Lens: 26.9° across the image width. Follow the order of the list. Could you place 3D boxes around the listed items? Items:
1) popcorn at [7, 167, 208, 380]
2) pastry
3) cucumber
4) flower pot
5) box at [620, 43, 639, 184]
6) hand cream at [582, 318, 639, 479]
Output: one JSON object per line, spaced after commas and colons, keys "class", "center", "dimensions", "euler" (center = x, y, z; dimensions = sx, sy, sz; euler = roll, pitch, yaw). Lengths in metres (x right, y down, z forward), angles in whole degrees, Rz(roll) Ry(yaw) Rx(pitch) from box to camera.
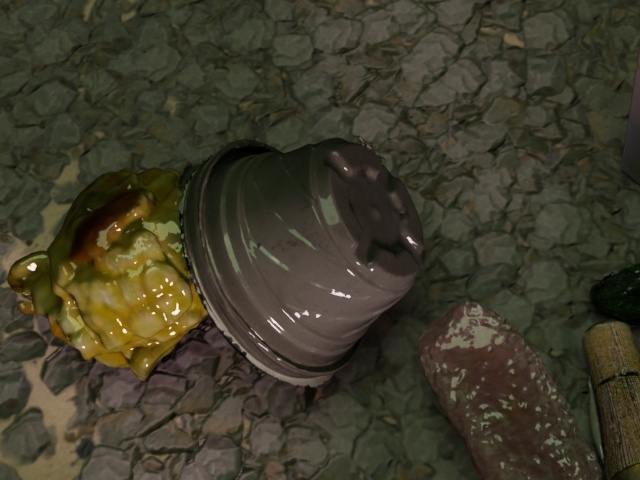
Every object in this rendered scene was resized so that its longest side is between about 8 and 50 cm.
{"class": "popcorn", "center": [-0.173, 0.028, 1.250], "dimensions": [0.169, 0.218, 0.189], "euler": [43, 90, -19]}
{"class": "pastry", "center": [0.172, 0.173, 1.148], "dimensions": [0.103, 0.112, 0.265], "euler": [-27, 48, 6]}
{"class": "cucumber", "center": [0.379, 0.042, 1.203], "dimensions": [0.265, 0.077, 0.077], "euler": [-5, 60, 4]}
{"class": "flower pot", "center": [0.000, 0.000, 1.180], "dimensions": [0.141, 0.235, 0.235], "euler": [-28, 55, 30]}
{"class": "box", "center": [0.353, -0.103, 1.192], "dimensions": [0.067, 0.243, 0.155], "euler": [-41, 62, -16]}
{"class": "hand cream", "center": [0.270, 0.156, 1.159], "dimensions": [0.084, 0.084, 0.203], "euler": [-11, 55, 2]}
